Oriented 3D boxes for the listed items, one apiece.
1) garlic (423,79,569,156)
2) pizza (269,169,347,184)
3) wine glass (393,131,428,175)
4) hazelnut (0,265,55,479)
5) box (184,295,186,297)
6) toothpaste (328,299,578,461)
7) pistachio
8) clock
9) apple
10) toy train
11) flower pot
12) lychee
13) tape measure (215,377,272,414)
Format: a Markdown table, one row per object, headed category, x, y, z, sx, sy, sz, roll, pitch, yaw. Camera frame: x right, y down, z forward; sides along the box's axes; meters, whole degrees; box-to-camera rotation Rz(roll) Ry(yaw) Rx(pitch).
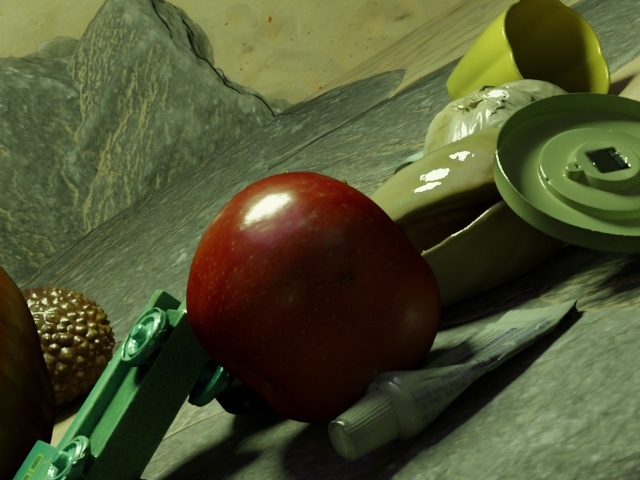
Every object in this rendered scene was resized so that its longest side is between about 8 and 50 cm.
| category | x | y | z | sx | sy | sz | roll | pitch | yaw |
| --- | --- | --- | --- | --- | --- | --- | --- | --- | --- |
| garlic | 0.227 | -0.123 | 1.998 | 0.228 | 0.152 | 0.228 | -34 | 9 | 6 |
| pizza | 0.000 | 0.000 | 2.131 | 0.229 | 0.081 | 0.289 | -10 | 34 | -5 |
| wine glass | 0.163 | -0.115 | 2.297 | 0.072 | 0.072 | 0.155 | -23 | 15 | 32 |
| hazelnut | -0.493 | 0.174 | 1.840 | 0.402 | 0.402 | 0.429 | -26 | 40 | 18 |
| box | -0.060 | 0.026 | 2.330 | 0.279 | 0.041 | 0.153 | -21 | 15 | 38 |
| toothpaste | 0.123 | 0.126 | 1.500 | 0.282 | 0.068 | 0.099 | -31 | 38 | -31 |
| pistachio | 0.159 | -0.020 | 1.745 | 0.288 | 0.166 | 0.197 | -28 | -12 | 32 |
| clock | 0.294 | -0.074 | 1.605 | 0.235 | 0.029 | 0.235 | 1 | 41 | -1 |
| apple | -0.009 | 0.057 | 1.581 | 0.216 | 0.260 | 0.260 | -47 | 16 | -11 |
| toy train | -0.214 | 0.191 | 1.695 | 0.298 | 0.120 | 0.194 | -59 | 22 | -14 |
| flower pot | 0.284 | -0.227 | 2.237 | 0.195 | 0.195 | 0.179 | -42 | 4 | -41 |
| lychee | -0.413 | 0.158 | 2.280 | 0.238 | 0.200 | 0.200 | 0 | 27 | 29 |
| tape measure | -0.048 | 0.121 | 1.788 | 0.181 | 0.107 | 0.182 | -29 | 14 | -25 |
